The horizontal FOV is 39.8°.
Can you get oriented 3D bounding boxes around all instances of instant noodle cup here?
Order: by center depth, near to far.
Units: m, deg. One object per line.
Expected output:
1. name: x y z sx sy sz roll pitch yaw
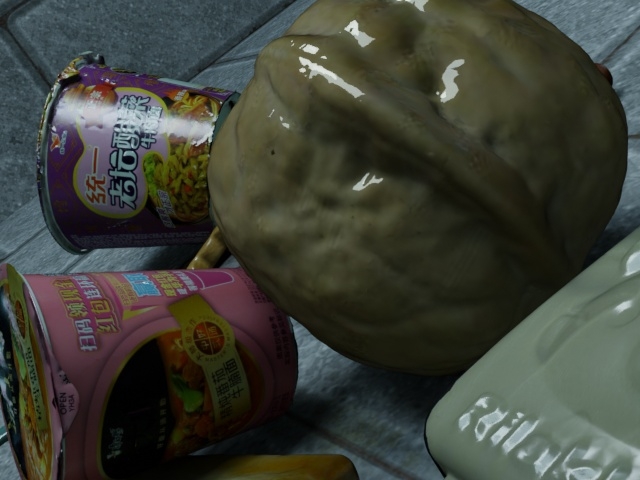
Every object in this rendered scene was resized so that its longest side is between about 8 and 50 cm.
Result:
1. instant noodle cup: -0.168 0.120 0.861 0.255 0.244 0.244 -8 8 -31
2. instant noodle cup: -0.267 -0.131 1.450 0.266 0.339 0.340 5 34 13

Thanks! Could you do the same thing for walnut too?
1. walnut: 0.083 -0.066 0.823 0.381 0.381 0.381 -28 22 13

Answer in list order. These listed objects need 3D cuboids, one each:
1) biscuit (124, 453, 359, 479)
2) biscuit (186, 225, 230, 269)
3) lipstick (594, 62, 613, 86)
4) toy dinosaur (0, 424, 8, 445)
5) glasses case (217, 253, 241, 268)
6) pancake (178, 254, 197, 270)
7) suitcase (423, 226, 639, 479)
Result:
1. biscuit: -0.131 0.252 0.767 0.291 0.062 0.237 -14 6 40
2. biscuit: -0.146 0.013 1.298 0.212 0.041 0.238 -57 -3 28
3. lipstick: 0.291 -0.131 1.046 0.081 0.081 0.299 -15 25 38
4. toy dinosaur: -0.293 0.197 1.163 0.383 0.129 0.331 -28 14 11
5. glasses case: -0.098 0.044 1.191 0.114 0.060 0.299 -18 26 44
6. pancake: -0.196 0.044 1.440 0.115 0.011 0.115 -26 23 12
7. suitcase: 0.255 0.097 0.467 0.339 0.194 0.351 -37 22 -15
